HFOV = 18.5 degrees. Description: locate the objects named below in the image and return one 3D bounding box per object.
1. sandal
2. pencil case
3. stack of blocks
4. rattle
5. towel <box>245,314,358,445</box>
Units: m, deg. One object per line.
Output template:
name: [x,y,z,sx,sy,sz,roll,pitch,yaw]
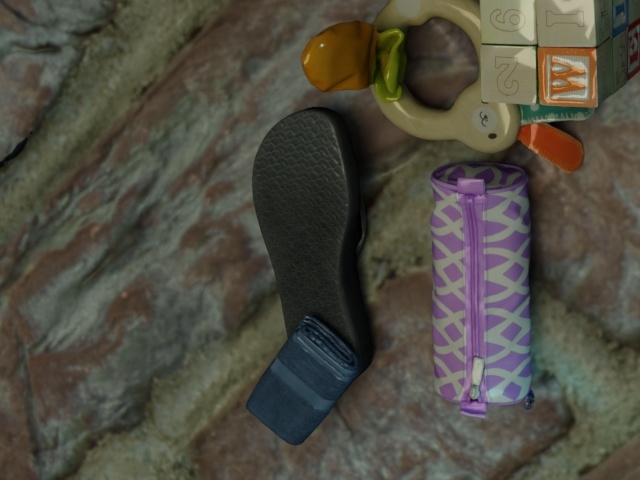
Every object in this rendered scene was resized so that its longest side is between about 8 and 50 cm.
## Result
sandal: [-0.001,0.000,1.668,0.097,0.054,0.254,12,121,29]
pencil case: [0.128,0.038,1.592,0.086,0.088,0.206,3,107,22]
stack of blocks: [0.180,-0.260,1.421,0.087,0.171,0.297,5,108,24]
rattle: [0.106,-0.115,1.527,0.200,0.143,0.130,43,101,14]
towel: [-0.014,0.121,1.687,0.067,0.029,0.119,42,130,8]
